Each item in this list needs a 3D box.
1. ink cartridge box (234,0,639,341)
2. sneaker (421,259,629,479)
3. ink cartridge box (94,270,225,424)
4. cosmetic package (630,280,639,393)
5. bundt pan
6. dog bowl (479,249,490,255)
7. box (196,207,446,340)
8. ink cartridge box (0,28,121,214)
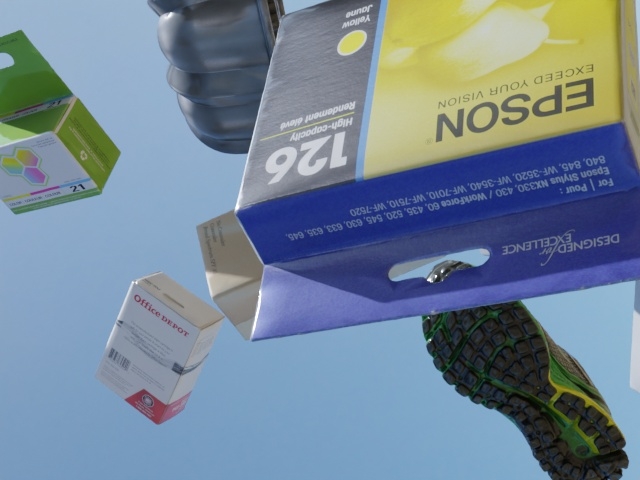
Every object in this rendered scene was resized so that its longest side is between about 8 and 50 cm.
[{"bbox_3d":[0.085,-0.089,0.842,0.072,0.304,0.307,53,-144,-41],"label":"ink cartridge box"},{"bbox_3d":[0.247,0.162,1.422,0.343,0.134,0.146,51,-165,-10],"label":"sneaker"},{"bbox_3d":[-0.177,0.117,1.238,0.099,0.135,0.056,34,-155,17],"label":"ink cartridge box"},{"bbox_3d":[0.388,0.067,0.824,0.225,0.224,0.138,38,148,42],"label":"cosmetic package"},{"bbox_3d":[-0.105,-0.241,1.202,0.331,0.124,0.330,-11,-90,-88],"label":"bundt pan"},{"bbox_3d":[0.404,-0.040,1.796,0.349,0.349,0.102,-11,-85,-65],"label":"dog bowl"},{"bbox_3d":[0.000,0.000,1.554,0.121,0.311,0.148,58,-170,-49],"label":"box"},{"bbox_3d":[-0.458,-0.173,1.702,0.255,0.189,0.097,55,-143,-37],"label":"ink cartridge box"}]
